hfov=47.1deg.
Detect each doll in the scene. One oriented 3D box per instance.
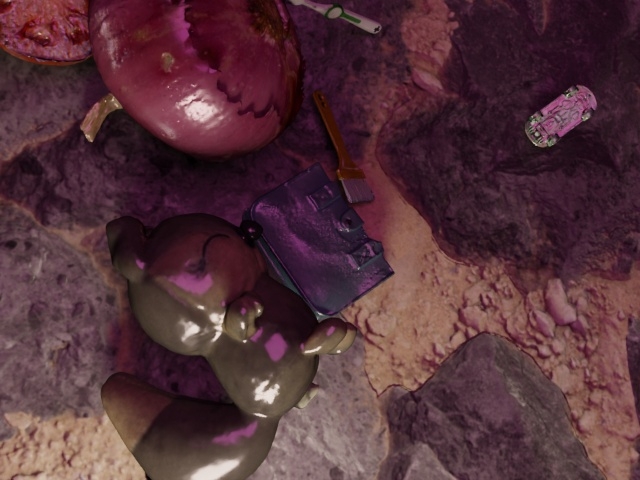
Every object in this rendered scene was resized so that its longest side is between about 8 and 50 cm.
[{"bbox_3d":[-0.187,0.142,1.037,0.382,0.252,0.378,34,79,8],"label":"doll"}]

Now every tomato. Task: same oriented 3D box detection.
[{"bbox_3d":[-0.437,-0.372,1.154,0.225,0.085,0.225,7,77,-30],"label":"tomato"}]

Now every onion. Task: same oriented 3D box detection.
[{"bbox_3d":[-0.192,-0.299,1.106,0.345,0.358,0.358,11,71,32],"label":"onion"}]

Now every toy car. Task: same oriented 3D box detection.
[{"bbox_3d":[0.449,-0.232,1.375,0.142,0.055,0.069,-36,88,-4],"label":"toy car"}]

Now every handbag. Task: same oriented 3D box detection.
[{"bbox_3d":[0.000,0.000,1.209,0.179,0.062,0.229,-33,88,-18],"label":"handbag"}]

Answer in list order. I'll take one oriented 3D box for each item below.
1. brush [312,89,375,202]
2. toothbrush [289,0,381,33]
[{"bbox_3d":[0.031,-0.163,1.259,0.082,0.010,0.218,-6,70,-55],"label":"brush"},{"bbox_3d":[0.025,-0.377,1.216,0.304,0.030,0.030,-3,76,-57],"label":"toothbrush"}]
